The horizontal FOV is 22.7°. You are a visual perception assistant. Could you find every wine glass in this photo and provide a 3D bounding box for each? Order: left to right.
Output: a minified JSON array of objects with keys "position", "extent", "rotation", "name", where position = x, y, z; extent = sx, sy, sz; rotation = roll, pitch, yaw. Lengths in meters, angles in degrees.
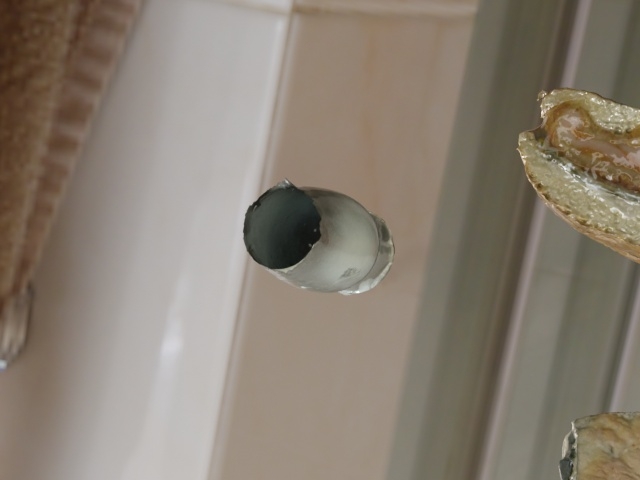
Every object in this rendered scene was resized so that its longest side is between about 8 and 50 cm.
[{"position":[0.000,0.000,1.695],"extent":[0.111,0.111,0.204],"rotation":[17,179,26],"name":"wine glass"}]

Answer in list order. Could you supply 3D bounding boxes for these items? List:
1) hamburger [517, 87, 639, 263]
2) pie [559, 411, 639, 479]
[{"position":[0.411,-0.052,1.952],"extent":[0.330,0.162,0.209],"rotation":[23,175,25],"name":"hamburger"},{"position":[0.316,0.262,1.511],"extent":[0.185,0.052,0.218],"rotation":[8,-130,3],"name":"pie"}]
